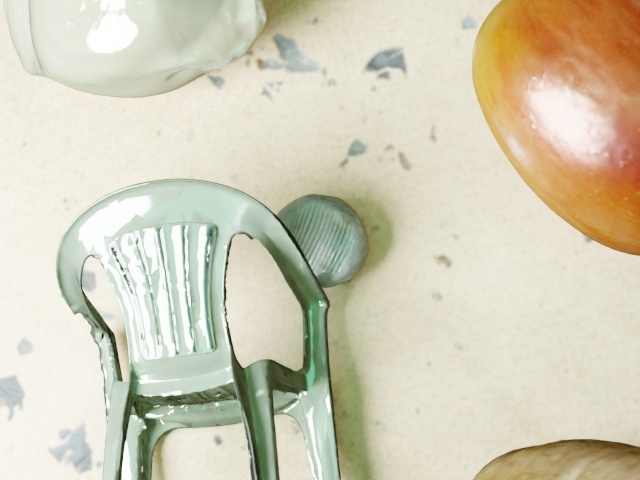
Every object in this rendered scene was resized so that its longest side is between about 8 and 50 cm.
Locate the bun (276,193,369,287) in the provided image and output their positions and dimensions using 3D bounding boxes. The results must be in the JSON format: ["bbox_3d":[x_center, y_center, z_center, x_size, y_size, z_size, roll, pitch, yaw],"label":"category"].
[{"bbox_3d":[0.000,0.000,1.572,0.083,0.045,0.083,-1,84,13],"label":"bun"}]

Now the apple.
[{"bbox_3d":[0.243,-0.120,1.444,0.241,0.242,0.242,45,94,12],"label":"apple"}]

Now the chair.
[{"bbox_3d":[-0.096,0.112,1.509,0.203,0.190,0.274,-11,69,10],"label":"chair"}]

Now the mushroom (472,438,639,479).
[{"bbox_3d":[0.294,0.272,1.326,0.397,0.224,0.313,-22,71,53],"label":"mushroom"}]

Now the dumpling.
[{"bbox_3d":[-0.158,-0.198,1.575,0.250,0.132,0.162,2,95,25],"label":"dumpling"}]
